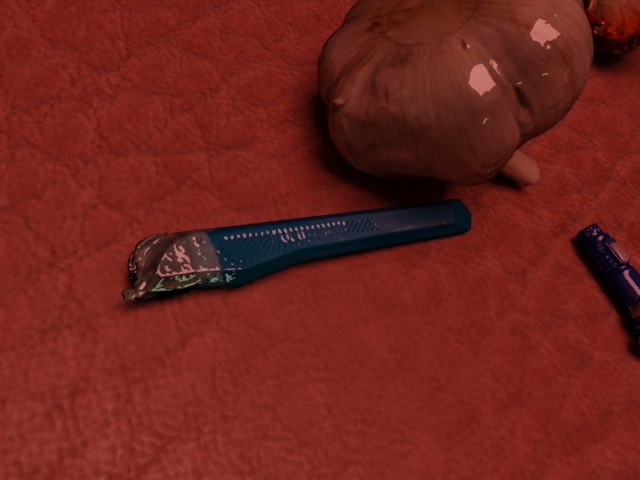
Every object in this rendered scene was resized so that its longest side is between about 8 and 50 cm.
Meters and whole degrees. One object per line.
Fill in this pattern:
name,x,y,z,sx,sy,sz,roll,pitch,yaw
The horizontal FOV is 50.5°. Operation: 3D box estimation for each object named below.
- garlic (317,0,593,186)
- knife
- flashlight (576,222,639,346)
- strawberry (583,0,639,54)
garlic,0.120,-0.113,0.559,0.212,0.219,0.218,49,39,-42
knife,-0.001,0.001,0.499,0.297,0.026,0.044,-8,65,-30
flashlight,0.264,0.037,0.579,0.057,0.035,0.121,-16,67,-29
strawberry,0.394,-0.282,0.761,0.087,0.208,0.167,39,50,-43
